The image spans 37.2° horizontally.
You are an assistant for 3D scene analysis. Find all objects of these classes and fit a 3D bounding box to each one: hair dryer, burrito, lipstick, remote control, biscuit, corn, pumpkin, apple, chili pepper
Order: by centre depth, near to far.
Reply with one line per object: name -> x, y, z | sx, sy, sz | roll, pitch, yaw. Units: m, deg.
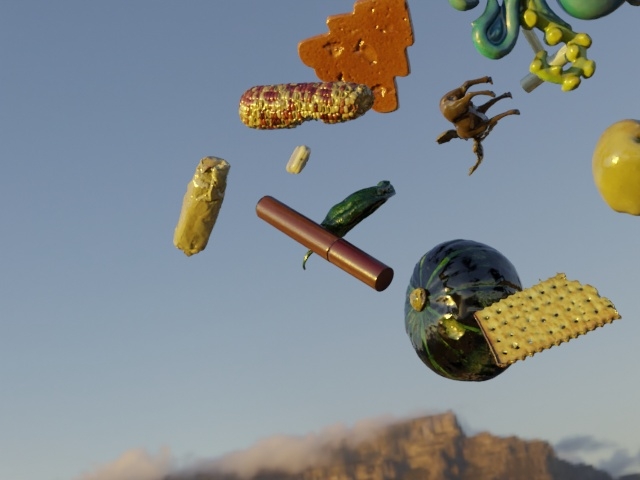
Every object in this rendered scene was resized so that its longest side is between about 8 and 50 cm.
burrito -> -0.180, -0.048, 1.420 | 0.045, 0.058, 0.188 | -38, -22, -49
biscuit -> 0.353, 0.118, 1.512 | 0.203, 0.144, 0.016 | -25, -52, 4
apple -> 0.629, -0.145, 1.881 | 0.200, 0.200, 0.200 | -8, -20, -3
lipstick -> 0.000, 0.000, 1.889 | 0.356, 0.057, 0.057 | 30, 7, 37
corn -> -0.031, -0.276, 1.943 | 0.289, 0.098, 0.098 | 1, -16, 23
chili pepper -> 0.063, -0.054, 1.980 | 0.279, 0.065, 0.122 | -38, -12, -24
pumpkin -> 0.300, 0.149, 2.073 | 0.238, 0.315, 0.315 | 5, -24, -25
biscuit -> 0.111, -0.446, 2.222 | 0.284, 0.043, 0.306 | 35, -65, -5
hair dryer -> 0.516, -0.476, 2.348 | 0.155, 0.183, 0.044 | -40, 10, 32
remote control -> -0.054, -0.201, 2.372 | 0.032, 0.074, 0.122 | 28, 1, -9

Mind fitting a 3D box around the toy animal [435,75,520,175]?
toy animal -> 0.296, -0.230, 1.869 | 0.186, 0.094, 0.214 | -35, -41, 26

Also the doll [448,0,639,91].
doll -> 0.341, -0.412, 1.435 | 0.341, 0.346, 0.099 | 18, -3, -2
